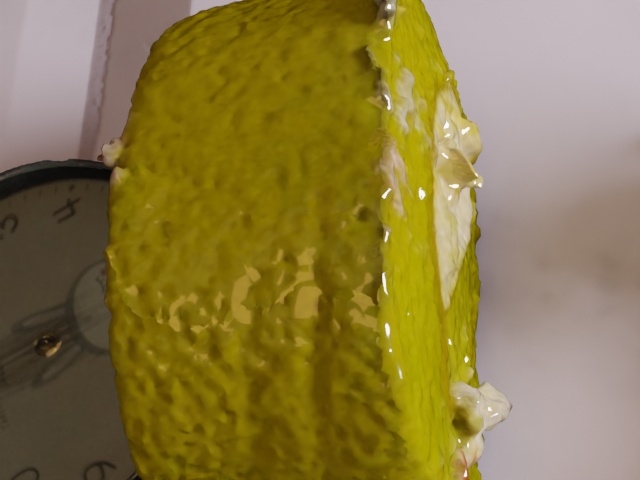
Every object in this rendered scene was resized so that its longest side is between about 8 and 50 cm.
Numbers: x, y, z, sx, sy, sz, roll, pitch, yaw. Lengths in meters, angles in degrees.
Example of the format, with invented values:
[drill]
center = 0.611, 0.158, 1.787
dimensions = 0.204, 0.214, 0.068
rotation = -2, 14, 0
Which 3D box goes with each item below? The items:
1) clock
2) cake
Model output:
[clock]
center = -0.148, 0.057, 0.612
dimensions = 0.215, 0.042, 0.215
rotation = -6, 67, 14
[cake]
center = 0.000, 0.000, 0.517
dimensions = 0.156, 0.179, 0.260
rotation = -6, 67, 13
